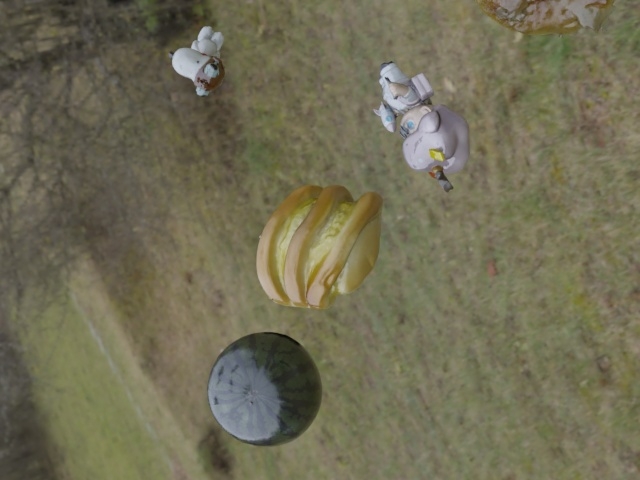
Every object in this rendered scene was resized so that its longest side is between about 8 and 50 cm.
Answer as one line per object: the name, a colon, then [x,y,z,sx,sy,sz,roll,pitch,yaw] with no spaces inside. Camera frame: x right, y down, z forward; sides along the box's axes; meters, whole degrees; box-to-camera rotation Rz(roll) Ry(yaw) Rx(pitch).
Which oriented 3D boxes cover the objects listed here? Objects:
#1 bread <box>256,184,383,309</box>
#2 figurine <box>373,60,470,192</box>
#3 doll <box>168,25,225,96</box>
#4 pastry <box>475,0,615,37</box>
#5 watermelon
bread: [0.000,0.000,2.123,0.270,0.315,0.211,0,140,47]
figurine: [0.162,-0.178,1.455,0.229,0.112,0.137,58,167,15]
doll: [-0.116,-0.181,0.950,0.058,0.085,0.040,37,123,1]
pastry: [0.321,-0.389,1.333,0.235,0.257,0.120,123,157,-54]
watermelon: [-0.098,0.264,1.678,0.212,0.212,0.212,38,138,45]
